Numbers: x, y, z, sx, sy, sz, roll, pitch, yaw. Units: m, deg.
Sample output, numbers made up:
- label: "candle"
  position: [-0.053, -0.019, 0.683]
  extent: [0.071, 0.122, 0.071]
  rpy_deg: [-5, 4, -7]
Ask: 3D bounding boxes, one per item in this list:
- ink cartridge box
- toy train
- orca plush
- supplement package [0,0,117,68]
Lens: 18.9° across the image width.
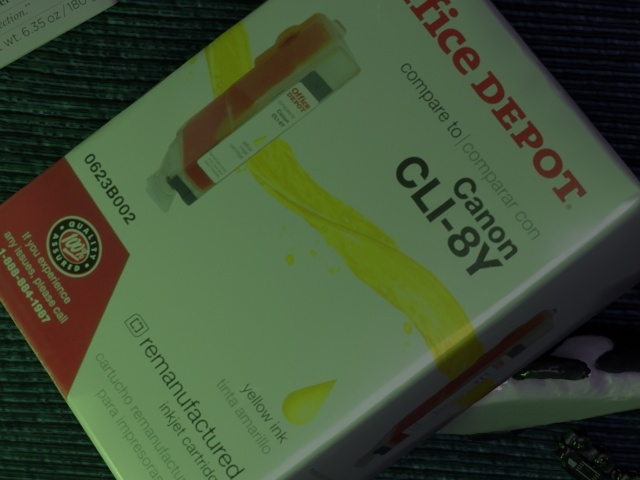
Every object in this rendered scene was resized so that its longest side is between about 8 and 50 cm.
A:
- label: "ink cartridge box"
  position: [0.000, 0.000, 1.301]
  extent: [0.385, 0.160, 0.279]
  rpy_deg: [-37, 70, 3]
- label: "toy train"
  position: [0.243, 0.201, 1.466]
  extent: [0.158, 0.027, 0.036]
  rpy_deg: [38, 100, -8]
- label: "orca plush"
  position: [0.179, 0.072, 1.406]
  extent: [0.287, 0.151, 0.102]
  rpy_deg: [-10, 69, 2]
- label: "supplement package"
  position: [-0.293, -0.237, 1.270]
  extent: [0.177, 0.175, 0.293]
  rpy_deg: [-32, 100, -13]
